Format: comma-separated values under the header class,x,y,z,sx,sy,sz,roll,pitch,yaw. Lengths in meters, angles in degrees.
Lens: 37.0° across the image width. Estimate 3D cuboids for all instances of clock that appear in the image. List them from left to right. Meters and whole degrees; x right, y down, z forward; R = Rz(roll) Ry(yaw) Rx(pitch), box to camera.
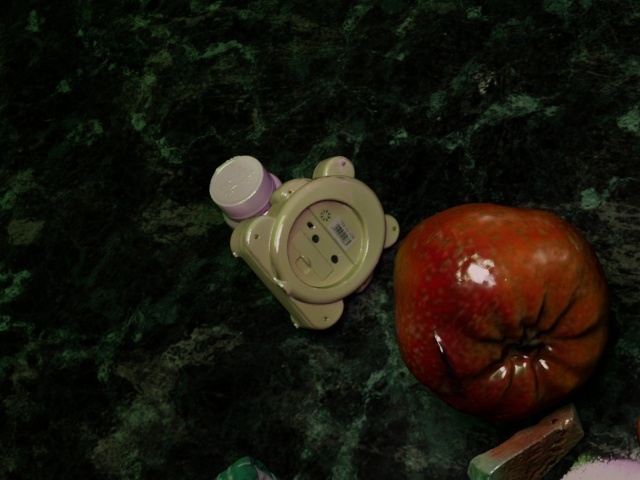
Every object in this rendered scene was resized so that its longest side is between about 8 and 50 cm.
class,x,y,z,sx,sy,sz,roll,pitch,yaw
clock,0.000,0.000,1.981,0.309,0.284,0.114,-46,17,-21

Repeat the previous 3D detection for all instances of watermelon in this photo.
class,x,y,z,sx,sy,sz,roll,pitch,yaw
watermelon,0.366,0.368,1.680,0.241,0.154,0.094,-31,52,-11

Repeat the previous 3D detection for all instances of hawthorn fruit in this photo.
class,x,y,z,sx,sy,sz,roll,pitch,yaw
hawthorn fruit,0.307,0.113,1.721,0.402,0.403,0.403,-12,57,19

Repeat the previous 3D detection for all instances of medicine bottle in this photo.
class,x,y,z,sx,sy,sz,roll,pitch,yaw
medicine bottle,-0.130,-0.064,2.084,0.152,0.254,0.152,-11,58,19

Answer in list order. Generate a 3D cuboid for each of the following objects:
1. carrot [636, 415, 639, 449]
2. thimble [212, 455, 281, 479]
class,x,y,z,sx,sy,sz,roll,pitch,yaw
carrot,0.567,0.361,1.630,0.048,0.048,0.139,-15,55,16
thimble,-0.102,0.537,1.705,0.167,0.254,0.288,-41,55,-2
